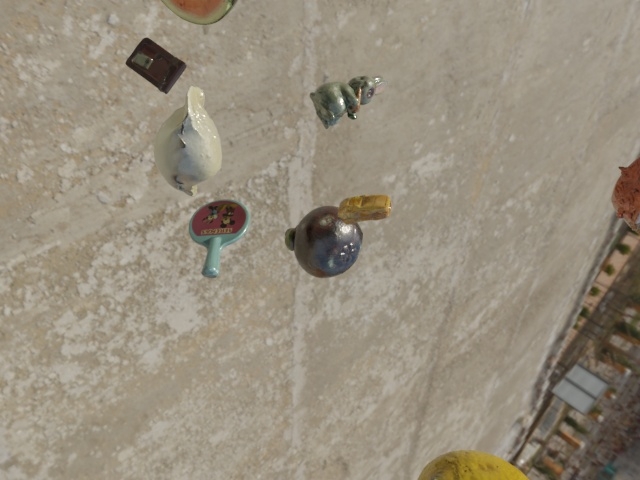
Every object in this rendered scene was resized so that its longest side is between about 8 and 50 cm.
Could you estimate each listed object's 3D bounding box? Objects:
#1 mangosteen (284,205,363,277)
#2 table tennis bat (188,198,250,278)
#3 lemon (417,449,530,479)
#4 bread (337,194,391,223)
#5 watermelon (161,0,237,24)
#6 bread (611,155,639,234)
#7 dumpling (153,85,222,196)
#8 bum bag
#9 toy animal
[{"bbox_3d":[0.012,-0.001,1.608,0.216,0.216,0.216,-32,140,-31],"label":"mangosteen"},{"bbox_3d":[-0.250,-0.010,1.353,0.040,0.153,0.244,80,9,-48],"label":"table tennis bat"},{"bbox_3d":[0.282,0.491,0.970,0.228,0.253,0.228,-63,173,-14],"label":"lemon"},{"bbox_3d":[0.110,-0.080,1.385,0.074,0.132,0.053,-67,146,-50],"label":"bread"},{"bbox_3d":[-0.334,-0.662,1.537,0.159,0.303,0.128,-11,117,-60],"label":"watermelon"},{"bbox_3d":[0.509,-0.075,0.811,0.160,0.073,0.160,-8,140,-7],"label":"bread"},{"bbox_3d":[-0.309,-0.253,1.380,0.175,0.227,0.243,33,130,-27],"label":"dumpling"},{"bbox_3d":[-0.476,-0.507,1.620,0.109,0.159,0.026,-53,173,-2],"label":"bum bag"},{"bbox_3d":[0.089,-0.419,1.574,0.236,0.138,0.108,-39,179,-8],"label":"toy animal"}]
